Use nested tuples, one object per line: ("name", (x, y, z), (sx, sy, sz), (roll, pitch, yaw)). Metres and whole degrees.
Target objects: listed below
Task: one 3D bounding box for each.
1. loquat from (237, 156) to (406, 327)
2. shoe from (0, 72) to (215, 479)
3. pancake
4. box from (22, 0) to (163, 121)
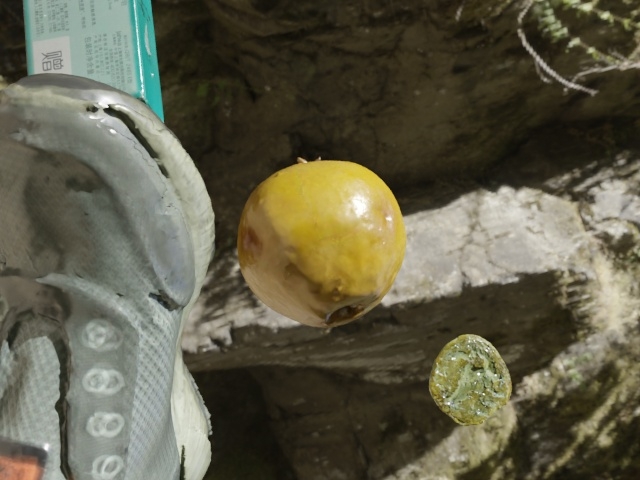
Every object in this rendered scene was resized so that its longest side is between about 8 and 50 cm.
("loquat", (0.000, 0.000, 0.856), (0.208, 0.208, 0.208), (164, -90, -87))
("shoe", (-0.143, 0.087, 0.378), (0.171, 0.133, 0.336), (-69, 167, -50))
("pancake", (0.176, 0.166, 0.837), (0.017, 0.108, 0.108), (125, -51, -71))
("box", (-0.307, -0.270, 0.953), (0.092, 0.153, 0.244), (74, 7, -75))
